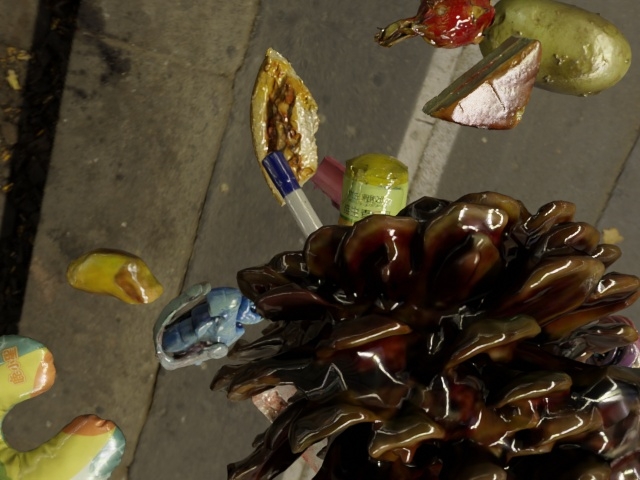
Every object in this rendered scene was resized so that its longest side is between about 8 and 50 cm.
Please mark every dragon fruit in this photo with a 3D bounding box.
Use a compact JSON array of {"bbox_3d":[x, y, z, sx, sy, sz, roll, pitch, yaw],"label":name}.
[{"bbox_3d":[0.213,-0.409,1.234,0.246,0.125,0.125,-15,78,-5],"label":"dragon fruit"}]

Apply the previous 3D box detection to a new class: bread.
[{"bbox_3d":[0.145,-0.120,0.560,0.109,0.043,0.062,-35,117,1],"label":"bread"}]

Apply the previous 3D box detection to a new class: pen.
[{"bbox_3d":[0.000,0.000,0.871,0.033,0.033,0.269,-32,82,9],"label":"pen"}]

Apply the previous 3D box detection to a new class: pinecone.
[{"bbox_3d":[0.092,0.148,0.590,0.398,0.397,0.397,0,109,-1],"label":"pinecone"}]

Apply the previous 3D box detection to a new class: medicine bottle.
[{"bbox_3d":[0.089,-0.037,1.170,0.124,0.124,0.238,5,112,-2],"label":"medicine bottle"}]

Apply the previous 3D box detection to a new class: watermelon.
[{"bbox_3d":[-0.029,0.363,1.415,0.226,0.148,0.318,-10,71,-2],"label":"watermelon"}]

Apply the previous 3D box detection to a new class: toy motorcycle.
[{"bbox_3d":[-0.312,0.236,1.799,0.319,0.241,0.182,-36,73,14],"label":"toy motorcycle"}]

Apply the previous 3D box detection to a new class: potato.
[{"bbox_3d":[0.469,-0.394,1.339,0.308,0.210,0.173,25,103,16],"label":"potato"}]

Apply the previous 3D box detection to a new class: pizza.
[{"bbox_3d":[-0.064,-0.187,1.133,0.134,0.056,0.270,25,123,31],"label":"pizza"}]

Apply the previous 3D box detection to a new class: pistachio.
[{"bbox_3d":[-0.396,0.064,1.289,0.190,0.110,0.100,10,99,4],"label":"pistachio"}]

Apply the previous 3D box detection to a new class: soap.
[{"bbox_3d":[0.071,-0.117,1.686,0.099,0.250,0.162,-50,141,3],"label":"soap"}]

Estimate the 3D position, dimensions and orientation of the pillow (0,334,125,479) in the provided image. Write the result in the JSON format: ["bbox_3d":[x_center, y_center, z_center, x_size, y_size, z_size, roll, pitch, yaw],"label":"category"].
[{"bbox_3d":[-0.356,0.221,0.755,0.214,0.086,0.233,-37,94,5],"label":"pillow"}]

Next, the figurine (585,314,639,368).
[{"bbox_3d":[0.535,0.198,1.176,0.157,0.114,0.126,18,73,-41],"label":"figurine"}]
